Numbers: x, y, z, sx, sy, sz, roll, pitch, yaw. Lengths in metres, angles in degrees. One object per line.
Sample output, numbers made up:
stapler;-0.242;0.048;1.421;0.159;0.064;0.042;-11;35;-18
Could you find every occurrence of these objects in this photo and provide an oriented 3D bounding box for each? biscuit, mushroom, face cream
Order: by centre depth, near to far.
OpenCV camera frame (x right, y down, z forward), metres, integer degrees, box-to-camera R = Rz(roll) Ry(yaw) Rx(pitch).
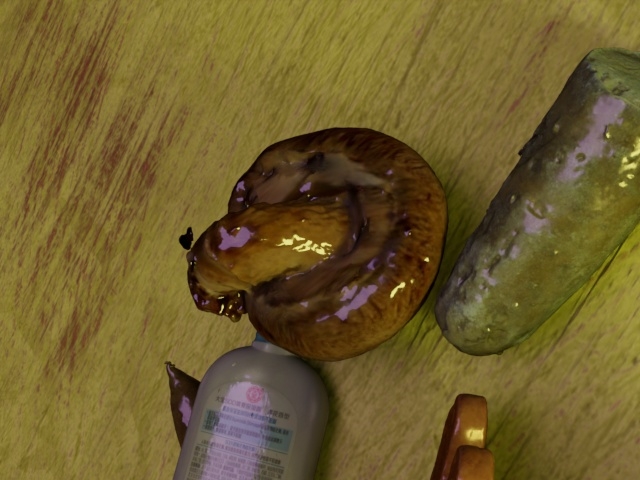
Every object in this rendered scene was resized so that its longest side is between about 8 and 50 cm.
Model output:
biscuit;0.107;0.314;0.860;0.047;0.202;0.334;15;105;3
mushroom;-0.004;0.005;0.994;0.283;0.195;0.264;-7;67;6
face cream;-0.073;0.210;1.077;0.162;0.080;0.337;11;77;15

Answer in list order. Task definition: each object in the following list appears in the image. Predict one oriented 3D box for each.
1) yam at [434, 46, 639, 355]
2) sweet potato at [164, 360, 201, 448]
yam;0.220;-0.028;0.869;0.133;0.133;0.330;49;114;36
sweet potato;-0.127;0.271;1.145;0.074;0.074;0.270;-32;75;32
